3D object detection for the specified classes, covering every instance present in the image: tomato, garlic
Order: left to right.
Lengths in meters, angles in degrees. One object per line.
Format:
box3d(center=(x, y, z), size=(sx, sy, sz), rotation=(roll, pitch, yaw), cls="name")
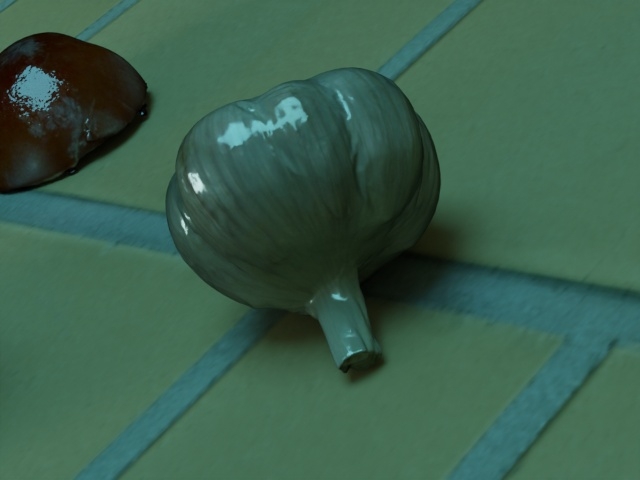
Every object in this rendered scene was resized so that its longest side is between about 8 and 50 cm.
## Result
box3d(center=(-0.304, -0.148, 1.626), size=(0.228, 0.112, 0.199), rotation=(-6, 36, 36), cls="tomato")
box3d(center=(0.000, 0.000, 1.122), size=(0.219, 0.218, 0.212), rotation=(-22, 70, 7), cls="garlic")
